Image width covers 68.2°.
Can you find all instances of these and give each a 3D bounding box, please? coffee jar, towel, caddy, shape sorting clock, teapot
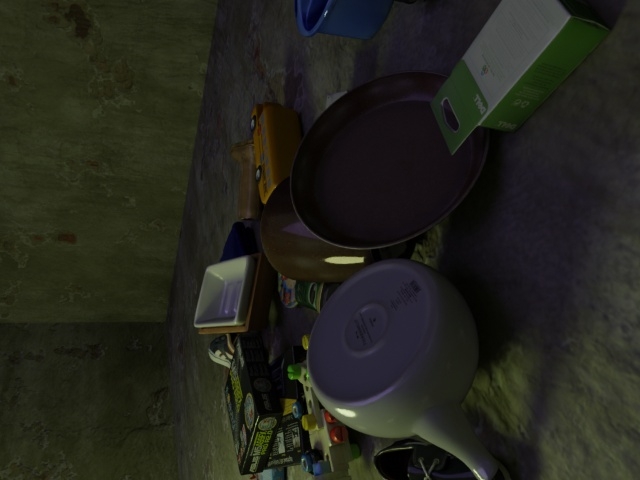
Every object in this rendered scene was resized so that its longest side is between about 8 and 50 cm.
[{"bbox_3d":[0.012,0.112,1.001,0.184,0.079,0.096,-164,81,-66],"label":"coffee jar"},{"bbox_3d":[-0.293,0.110,1.693,0.227,0.076,0.308,64,142,36],"label":"towel"},{"bbox_3d":[0.044,-0.566,0.919,0.241,0.179,0.341,-114,37,-45],"label":"caddy"},{"bbox_3d":[-0.074,0.074,1.243,0.206,0.040,0.206,-176,90,-65],"label":"shape sorting clock"},{"bbox_3d":[0.117,0.159,0.659,0.253,0.187,0.256,-11,49,46],"label":"teapot"}]

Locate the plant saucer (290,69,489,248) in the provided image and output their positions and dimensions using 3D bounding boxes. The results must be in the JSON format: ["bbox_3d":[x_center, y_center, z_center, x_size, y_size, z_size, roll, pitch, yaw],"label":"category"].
[{"bbox_3d":[0.098,-0.120,0.716,0.311,0.050,0.310,-15,58,25],"label":"plant saucer"}]

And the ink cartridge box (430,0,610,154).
[{"bbox_3d":[0.231,-0.210,0.590,0.209,0.062,0.108,124,142,-48],"label":"ink cartridge box"}]

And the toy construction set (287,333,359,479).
[{"bbox_3d":[0.019,0.338,0.891,0.215,0.151,0.327,128,150,-51],"label":"toy construction set"}]

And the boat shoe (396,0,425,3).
[{"bbox_3d":[0.177,-0.424,0.706,0.340,0.127,0.158,-110,20,-46],"label":"boat shoe"}]

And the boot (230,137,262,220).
[{"bbox_3d":[-0.262,-0.203,1.644,0.236,0.089,0.269,179,93,-66],"label":"boot"}]

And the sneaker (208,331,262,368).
[{"bbox_3d":[-0.267,0.345,1.528,0.321,0.126,0.127,11,100,55],"label":"sneaker"}]

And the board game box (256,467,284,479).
[{"bbox_3d":[-0.140,0.642,1.295,0.160,0.039,0.211,152,117,-64],"label":"board game box"}]

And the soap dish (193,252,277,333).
[{"bbox_3d":[-0.257,0.171,1.431,0.291,0.118,0.228,-14,61,48],"label":"soap dish"}]

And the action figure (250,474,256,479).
[{"bbox_3d":[-0.233,0.719,1.508,0.115,0.030,0.038,180,89,-67],"label":"action figure"}]

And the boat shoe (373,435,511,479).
[{"bbox_3d":[0.160,0.323,0.648,0.233,0.079,0.083,-24,63,61],"label":"boat shoe"}]

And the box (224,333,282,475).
[{"bbox_3d":[-0.180,0.407,1.201,0.270,0.060,0.216,-120,41,-52],"label":"box"}]

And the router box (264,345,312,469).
[{"bbox_3d":[-0.072,0.409,1.137,0.309,0.081,0.242,132,136,-54],"label":"router box"}]

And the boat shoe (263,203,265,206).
[{"bbox_3d":[-0.142,-0.131,1.414,0.060,0.064,0.178,75,177,-45],"label":"boat shoe"}]

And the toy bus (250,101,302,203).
[{"bbox_3d":[-0.115,-0.250,1.301,0.130,0.108,0.332,131,137,-52],"label":"toy bus"}]

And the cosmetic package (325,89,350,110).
[{"bbox_3d":[0.042,-0.188,1.003,0.099,0.061,0.238,25,109,62],"label":"cosmetic package"}]

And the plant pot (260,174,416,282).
[{"bbox_3d":[0.046,-0.013,0.833,0.230,0.215,0.215,11,97,51],"label":"plant pot"}]
